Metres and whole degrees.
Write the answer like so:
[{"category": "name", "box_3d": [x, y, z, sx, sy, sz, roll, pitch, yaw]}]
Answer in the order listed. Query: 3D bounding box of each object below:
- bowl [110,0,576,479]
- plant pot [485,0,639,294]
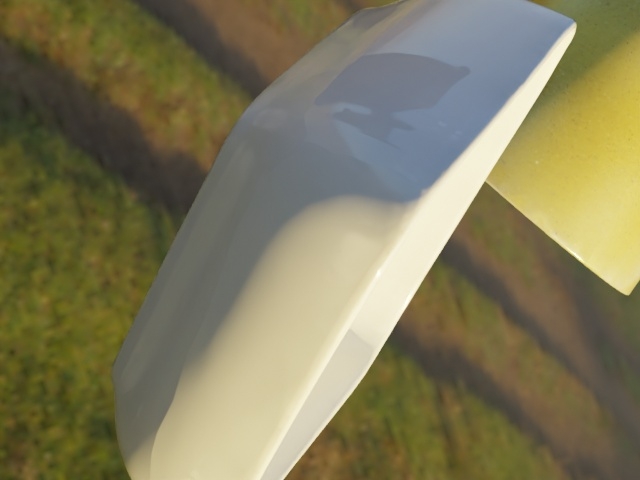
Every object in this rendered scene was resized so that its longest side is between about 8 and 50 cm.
[{"category": "bowl", "box_3d": [0.000, 0.000, 0.496, 0.053, 0.142, 0.142, 32, 32, 5]}, {"category": "plant pot", "box_3d": [0.104, -0.057, 0.772, 0.134, 0.095, 0.134, 40, 8, -6]}]
